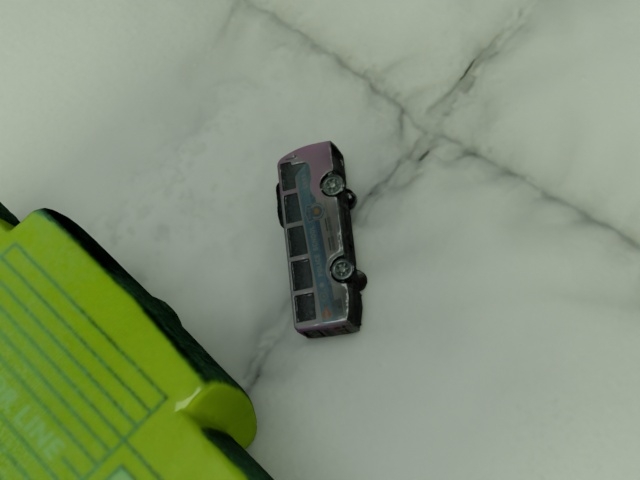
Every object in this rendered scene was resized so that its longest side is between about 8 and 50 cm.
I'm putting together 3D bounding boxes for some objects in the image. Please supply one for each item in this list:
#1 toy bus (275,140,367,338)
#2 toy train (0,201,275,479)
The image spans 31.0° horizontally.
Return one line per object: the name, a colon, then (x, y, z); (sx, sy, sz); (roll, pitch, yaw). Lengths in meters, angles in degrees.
toy bus: (0.000, 0.000, 0.782); (0.052, 0.037, 0.131); (-12, 71, 16)
toy train: (-0.189, 0.139, 0.717); (0.272, 0.179, 0.442); (-44, 66, -11)
